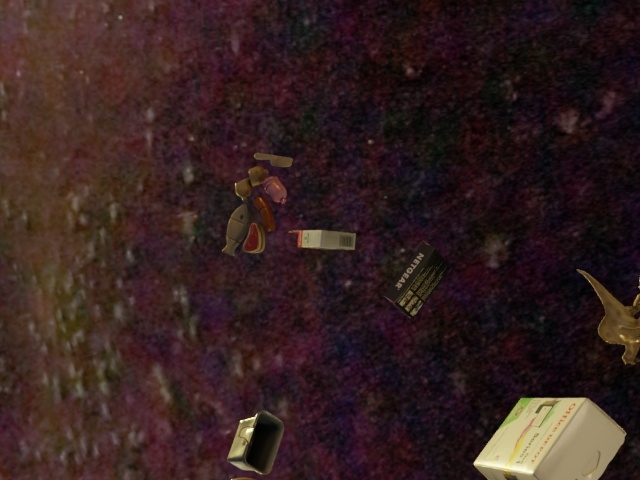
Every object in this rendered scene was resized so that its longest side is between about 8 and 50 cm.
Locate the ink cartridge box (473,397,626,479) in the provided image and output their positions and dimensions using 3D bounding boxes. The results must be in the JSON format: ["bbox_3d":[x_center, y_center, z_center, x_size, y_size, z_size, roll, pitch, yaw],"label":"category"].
[{"bbox_3d":[0.477,0.443,1.565,0.117,0.201,0.278,43,162,-1],"label":"ink cartridge box"}]

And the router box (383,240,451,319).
[{"bbox_3d":[0.257,0.106,1.944,0.046,0.133,0.179,33,85,38],"label":"router box"}]

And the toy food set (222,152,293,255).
[{"bbox_3d":[-0.072,-0.039,0.828,0.078,0.019,0.122,13,88,36],"label":"toy food set"}]

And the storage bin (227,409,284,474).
[{"bbox_3d":[-0.162,0.472,1.725,0.091,0.135,0.098,-21,129,42],"label":"storage bin"}]

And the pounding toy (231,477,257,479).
[{"bbox_3d":[-0.115,0.365,0.796,0.155,0.154,0.269,-40,32,30],"label":"pounding toy"}]

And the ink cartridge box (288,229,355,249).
[{"bbox_3d":[0.000,0.000,1.184,0.115,0.063,0.029,-2,84,60],"label":"ink cartridge box"}]

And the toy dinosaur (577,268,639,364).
[{"bbox_3d":[0.454,0.116,1.093,0.092,0.053,0.183,-24,106,25],"label":"toy dinosaur"}]
